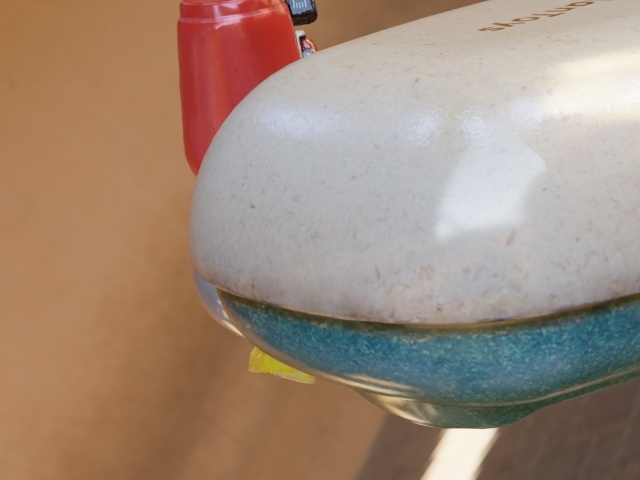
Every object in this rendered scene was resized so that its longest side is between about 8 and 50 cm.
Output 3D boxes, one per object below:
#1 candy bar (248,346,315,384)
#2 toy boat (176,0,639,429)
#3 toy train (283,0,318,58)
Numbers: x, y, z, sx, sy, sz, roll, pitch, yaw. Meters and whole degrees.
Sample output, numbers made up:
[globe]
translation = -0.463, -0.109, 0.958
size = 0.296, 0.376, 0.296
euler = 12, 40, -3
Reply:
[candy bar]
translation = 0.000, 0.000, 0.944
size = 0.018, 0.040, 0.161
euler = 39, -114, -67
[toy boat]
translation = 0.051, -0.014, 0.606
size = 0.267, 0.148, 0.318
euler = -18, 18, -34
[toy train]
translation = -0.009, -0.102, 1.038
size = 0.027, 0.036, 0.158
euler = 111, 150, -75
